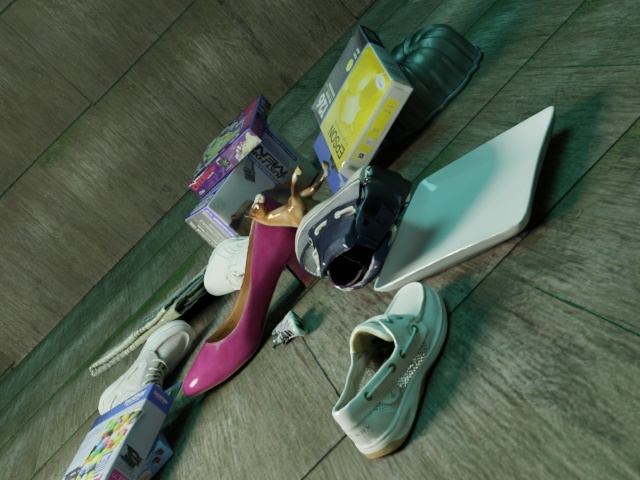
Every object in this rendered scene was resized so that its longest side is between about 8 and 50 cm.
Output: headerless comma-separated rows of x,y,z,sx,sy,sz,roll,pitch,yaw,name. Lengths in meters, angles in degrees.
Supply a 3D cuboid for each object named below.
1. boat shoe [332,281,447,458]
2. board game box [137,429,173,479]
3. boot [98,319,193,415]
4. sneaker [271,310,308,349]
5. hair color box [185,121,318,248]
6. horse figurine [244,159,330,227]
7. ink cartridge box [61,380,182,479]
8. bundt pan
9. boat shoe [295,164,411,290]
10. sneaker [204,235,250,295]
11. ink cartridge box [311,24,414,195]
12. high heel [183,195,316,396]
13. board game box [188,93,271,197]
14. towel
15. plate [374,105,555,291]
0.084,0.133,1.037,0.098,0.096,0.277,-33,20,36,boat shoe
-0.359,0.426,1.490,0.211,0.039,0.160,-48,17,-9,board game box
-0.344,0.286,1.733,0.258,0.095,0.123,-50,31,-11,boot
-0.058,0.161,1.416,0.069,0.038,0.098,-47,7,0,sneaker
-0.158,-0.109,2.016,0.110,0.185,0.338,-27,25,46,hair color box
0.018,-0.060,1.473,0.174,0.263,0.066,122,150,-42,horse figurine
-0.367,0.373,1.467,0.186,0.065,0.311,-33,19,31,ink cartridge box
0.199,-0.363,1.884,0.331,0.124,0.331,-40,17,15,bundt pan
0.024,0.020,1.349,0.158,0.127,0.340,-68,8,-31,boat shoe
-0.156,0.049,1.790,0.297,0.111,0.129,-34,26,36,sneaker
0.061,-0.267,1.783,0.307,0.072,0.303,-57,29,24,ink cartridge box
-0.162,0.102,1.540,0.377,0.181,0.127,-50,17,-15,high heel
-0.219,-0.243,2.079,0.208,0.056,0.347,-37,17,14,board game box
-0.373,0.171,1.976,0.324,0.056,0.312,-35,4,27,towel
0.222,-0.050,1.231,0.277,0.045,0.278,-29,23,42,plate
